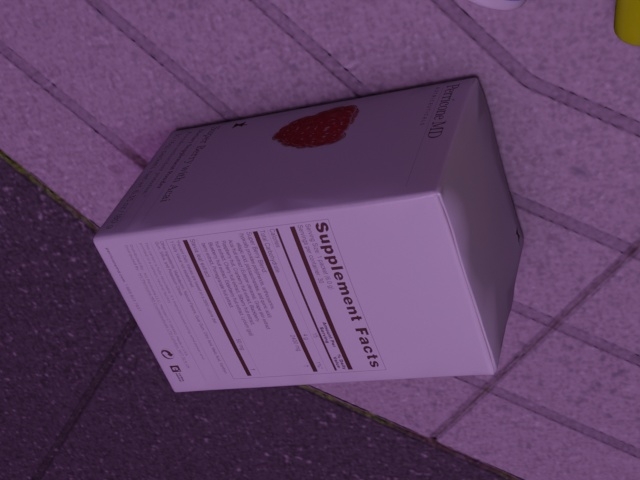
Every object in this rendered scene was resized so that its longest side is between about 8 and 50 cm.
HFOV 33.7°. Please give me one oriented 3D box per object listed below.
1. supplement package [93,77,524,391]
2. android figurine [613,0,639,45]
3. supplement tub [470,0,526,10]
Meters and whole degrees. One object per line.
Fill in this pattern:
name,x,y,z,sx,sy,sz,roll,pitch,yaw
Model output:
supplement package,0.000,0.000,0.883,0.293,0.177,0.175,-7,123,23
android figurine,0.307,-0.145,0.683,0.248,0.056,0.273,23,152,29
supplement tub,0.133,-0.222,0.736,0.071,0.071,0.107,25,130,-1
